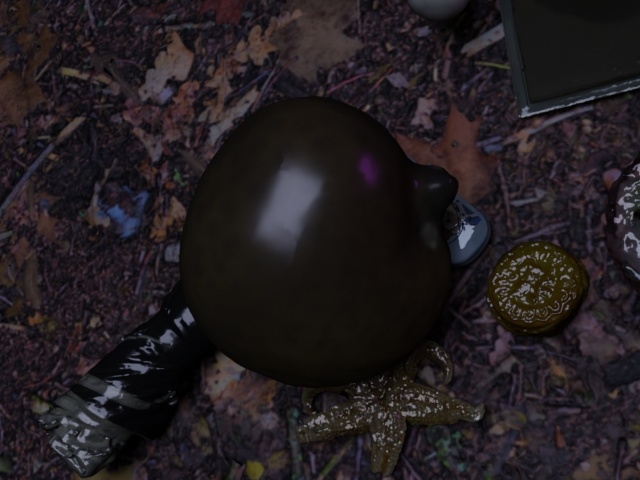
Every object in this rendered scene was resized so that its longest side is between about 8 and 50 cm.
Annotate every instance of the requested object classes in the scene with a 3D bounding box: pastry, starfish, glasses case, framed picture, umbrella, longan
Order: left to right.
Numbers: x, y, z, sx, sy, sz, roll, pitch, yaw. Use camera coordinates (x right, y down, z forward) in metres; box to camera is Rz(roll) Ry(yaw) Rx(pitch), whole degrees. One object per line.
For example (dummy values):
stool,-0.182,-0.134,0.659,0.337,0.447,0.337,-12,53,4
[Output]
umbrella,-0.173,0.129,1.106,0.357,0.106,0.113,-44,72,-3
longan,0.000,0.000,0.962,0.300,0.243,0.300,-1,110,-2
starfish,0.070,0.174,0.997,0.209,0.053,0.150,2,80,22
glasses case,0.111,-0.040,1.047,0.178,0.045,0.067,42,94,27
pastry,0.221,0.051,0.966,0.109,0.057,0.097,-6,70,21
framed picture,0.327,-0.250,1.036,0.252,0.014,0.197,-12,70,19

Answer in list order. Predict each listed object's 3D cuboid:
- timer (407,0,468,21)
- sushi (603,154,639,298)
timer,0.067,-0.363,1.062,0.233,0.233,0.240,-2,70,23
sushi,0.392,-0.019,0.885,0.241,0.107,0.161,-1,75,17
